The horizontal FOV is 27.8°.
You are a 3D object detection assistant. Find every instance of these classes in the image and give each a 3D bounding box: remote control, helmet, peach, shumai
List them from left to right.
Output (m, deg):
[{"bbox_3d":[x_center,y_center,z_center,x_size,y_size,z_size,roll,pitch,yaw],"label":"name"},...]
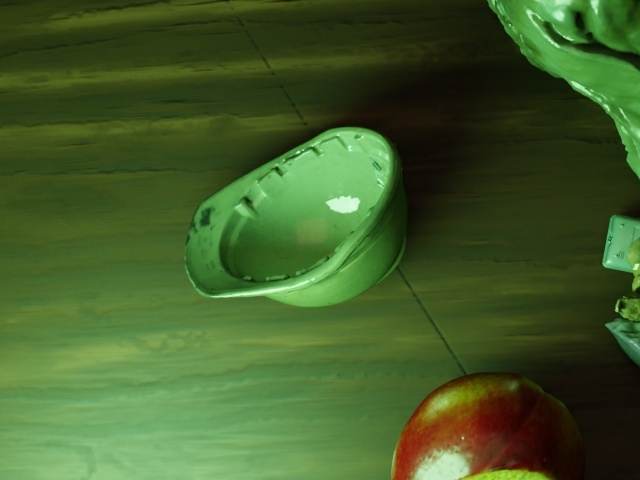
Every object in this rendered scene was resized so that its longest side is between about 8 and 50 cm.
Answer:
[{"bbox_3d":[-0.002,0.004,1.389,0.258,0.137,0.204,-24,42,18],"label":"helmet"},{"bbox_3d":[0.167,0.233,1.311,0.190,0.190,0.192,27,67,9],"label":"peach"},{"bbox_3d":[0.316,-0.190,1.287,0.292,0.330,0.288,-7,84,17],"label":"shumai"},{"bbox_3d":[0.390,0.014,1.395,0.162,0.029,0.061,10,82,5],"label":"remote control"}]

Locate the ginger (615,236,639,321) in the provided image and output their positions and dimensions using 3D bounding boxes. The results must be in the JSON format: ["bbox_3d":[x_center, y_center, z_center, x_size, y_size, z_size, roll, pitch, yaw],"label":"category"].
[{"bbox_3d":[0.402,0.050,1.329,0.214,0.059,0.133,10,47,-1],"label":"ginger"}]

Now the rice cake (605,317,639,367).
[{"bbox_3d":[0.451,0.221,1.341,0.064,0.070,0.399,-39,81,-4],"label":"rice cake"}]
